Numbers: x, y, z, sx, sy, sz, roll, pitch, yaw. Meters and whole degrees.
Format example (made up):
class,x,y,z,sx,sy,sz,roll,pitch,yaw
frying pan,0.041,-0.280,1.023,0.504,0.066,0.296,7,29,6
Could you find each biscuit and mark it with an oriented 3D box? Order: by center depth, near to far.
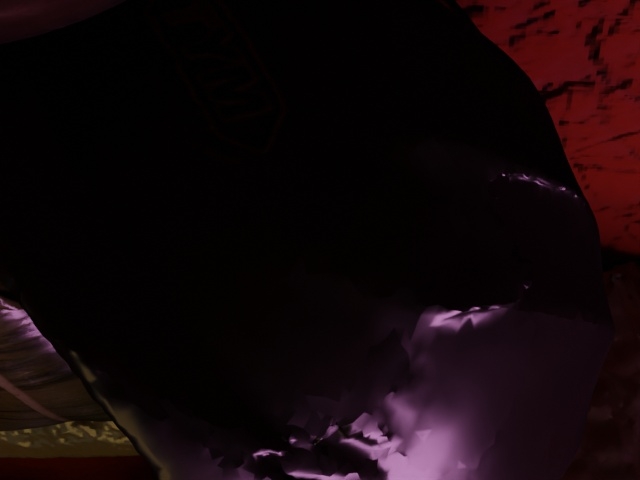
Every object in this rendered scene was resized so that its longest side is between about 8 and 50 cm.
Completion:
class,x,y,z,sx,sy,sz,roll,pitch,yaw
biscuit,-0.166,0.082,0.960,0.188,0.052,0.056,-1,136,14

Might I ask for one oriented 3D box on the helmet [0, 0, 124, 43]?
class,x,y,z,sx,sy,sz,roll,pitch,yaw
helmet,-0.094,-0.138,0.381,0.216,0.193,0.189,36,155,6

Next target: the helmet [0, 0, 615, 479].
class,x,y,z,sx,sy,sz,roll,pitch,yaw
helmet,0.000,0.000,0.590,0.177,0.225,0.305,-25,154,-2

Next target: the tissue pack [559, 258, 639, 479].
class,x,y,z,sx,sy,sz,roll,pitch,yaw
tissue pack,0.046,0.173,0.854,0.238,0.239,0.305,13,153,-14

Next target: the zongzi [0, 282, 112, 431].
class,x,y,z,sx,sy,sz,roll,pitch,yaw
zongzi,-0.089,0.017,0.768,0.204,0.094,0.205,0,153,3
